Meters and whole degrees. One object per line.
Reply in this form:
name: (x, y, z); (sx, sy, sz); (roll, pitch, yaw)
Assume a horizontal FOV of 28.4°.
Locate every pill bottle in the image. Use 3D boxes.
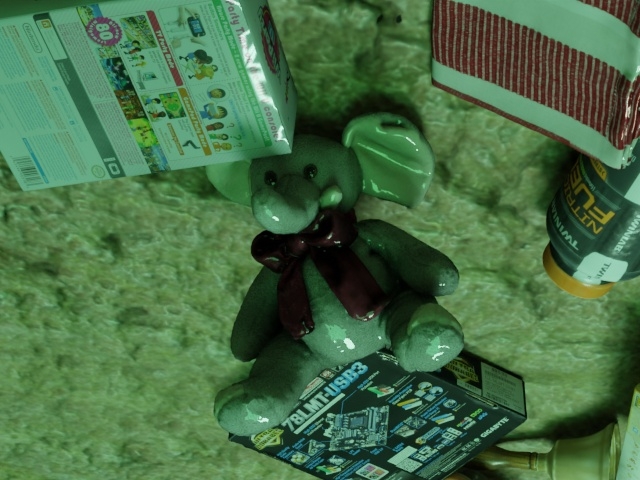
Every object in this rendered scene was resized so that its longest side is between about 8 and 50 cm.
pill bottle: (0.325, -0.044, 1.353); (0.130, 0.130, 0.246); (13, 135, -10)

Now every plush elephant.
plush elephant: (0.000, 0.000, 1.351); (0.272, 0.330, 0.255); (-20, 108, 21)

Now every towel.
towel: (0.207, -0.228, 1.154); (0.237, 0.037, 0.329); (29, 143, 24)

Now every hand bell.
hand bell: (0.290, 0.309, 1.764); (0.242, 0.126, 0.126); (1, 138, 19)

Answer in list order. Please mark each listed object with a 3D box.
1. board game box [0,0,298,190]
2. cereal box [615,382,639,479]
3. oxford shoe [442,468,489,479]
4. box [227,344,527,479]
board game box: (-0.196, -0.177, 1.274); (0.303, 0.097, 0.224); (-6, 137, 12)
cereal box: (0.459, 0.228, 1.622); (0.173, 0.047, 0.240); (-32, 143, -25)
oxford shoe: (0.272, 0.430, 1.872); (0.130, 0.133, 0.364); (27, 154, 41)
box: (0.074, 0.232, 1.702); (0.293, 0.073, 0.295); (27, 132, -21)
